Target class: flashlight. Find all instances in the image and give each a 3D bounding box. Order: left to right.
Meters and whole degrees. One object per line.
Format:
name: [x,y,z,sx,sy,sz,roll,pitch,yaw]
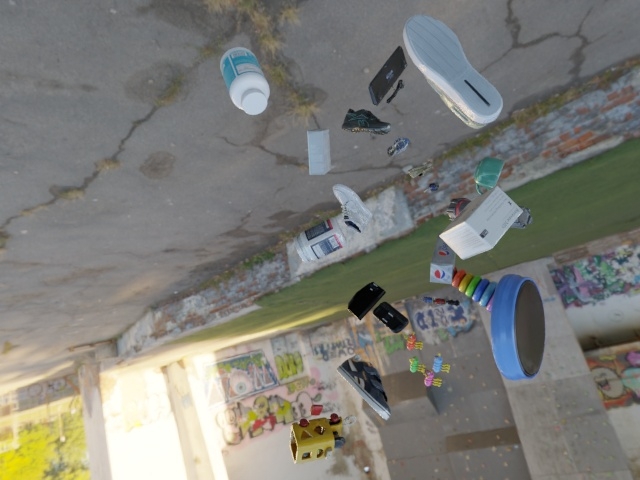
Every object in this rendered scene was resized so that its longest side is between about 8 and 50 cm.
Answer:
flashlight: [0.623,-0.105,1.508,0.103,0.103,0.304,-36,-156,-19]

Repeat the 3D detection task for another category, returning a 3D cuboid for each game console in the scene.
game console: [0.308,0.375,2.141,0.213,0.361,0.044,-46,133,-7]

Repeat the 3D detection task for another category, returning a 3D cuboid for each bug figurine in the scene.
bug figurine: [0.497,0.582,1.935,0.072,0.216,0.279,-11,-157,-24]

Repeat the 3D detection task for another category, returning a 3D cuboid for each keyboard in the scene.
keyboard: [0.346,-0.798,2.009,0.033,0.317,0.201,21,157,39]

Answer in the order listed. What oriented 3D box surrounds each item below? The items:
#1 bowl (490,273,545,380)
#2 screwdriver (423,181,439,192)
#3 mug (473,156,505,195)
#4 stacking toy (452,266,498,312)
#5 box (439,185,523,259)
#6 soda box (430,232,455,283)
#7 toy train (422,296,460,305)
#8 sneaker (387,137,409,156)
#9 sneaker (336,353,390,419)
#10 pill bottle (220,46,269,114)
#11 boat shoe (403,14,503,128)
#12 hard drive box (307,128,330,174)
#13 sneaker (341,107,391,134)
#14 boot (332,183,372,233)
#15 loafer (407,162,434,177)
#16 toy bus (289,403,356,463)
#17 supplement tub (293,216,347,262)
bowl: [0.743,0.320,1.484,0.077,0.391,0.391,-5,177,44]
screwdriver: [0.267,-0.128,0.966,0.025,0.024,0.170,-47,170,21]
mug: [0.712,-0.280,1.716,0.097,0.157,0.129,23,178,19]
stacking toy: [0.677,0.203,1.795,0.141,0.330,0.141,-42,148,-34]
box: [0.518,-0.054,1.306,0.181,0.119,0.182,-44,177,-17]
soda box: [0.541,0.073,1.744,0.091,0.098,0.286,4,-151,21]
toy train: [0.497,0.254,1.668,0.158,0.027,0.036,2,175,33]
sneaker: [0.343,-0.407,1.720,0.058,0.052,0.135,-18,178,-26]
sneaker: [0.196,0.579,1.635,0.127,0.321,0.126,-43,127,-10]
pill bottle: [-0.275,-0.583,1.482,0.146,0.264,0.146,-16,148,-10]
boat shoe: [0.289,-0.378,0.923,0.109,0.302,0.094,-34,173,-6]
hard drive box: [-0.005,-0.491,2.202,0.089,0.232,0.181,1,-162,11]
sneaker: [0.206,-0.539,1.804,0.267,0.106,0.101,19,-169,39]
boot: [0.138,-0.146,1.891,0.258,0.123,0.095,40,153,-22]
loafer: [0.496,-0.342,1.968,0.148,0.050,0.056,-19,-177,-17]
toy bus: [0.006,0.605,1.211,0.202,0.104,0.191,-42,121,5]
supplement tub: [0.000,0.000,2.335,0.272,0.191,0.191,-26,164,6]
